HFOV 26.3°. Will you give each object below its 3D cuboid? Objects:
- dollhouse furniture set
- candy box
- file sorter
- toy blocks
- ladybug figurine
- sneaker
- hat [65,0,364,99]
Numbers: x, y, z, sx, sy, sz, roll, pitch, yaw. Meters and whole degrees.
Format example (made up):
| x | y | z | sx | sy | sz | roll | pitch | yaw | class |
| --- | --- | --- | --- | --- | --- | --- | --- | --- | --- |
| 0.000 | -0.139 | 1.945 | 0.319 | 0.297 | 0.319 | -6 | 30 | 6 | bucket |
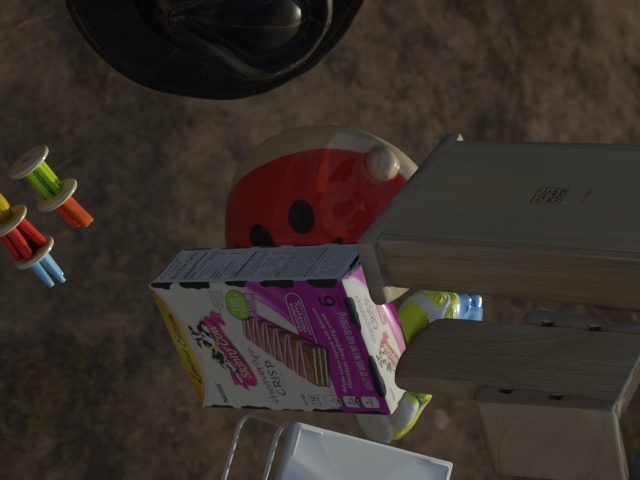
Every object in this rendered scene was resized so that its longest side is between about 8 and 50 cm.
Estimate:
| x | y | z | sx | sy | sz | roll | pitch | yaw | class |
| --- | --- | --- | --- | --- | --- | --- | --- | --- | --- |
| 0.150 | 0.124 | 0.844 | 0.286 | 0.198 | 0.303 | -49 | 132 | -44 | dollhouse furniture set |
| -0.038 | 0.088 | 1.356 | 0.071 | 0.233 | 0.159 | -49 | 127 | -45 | candy box |
| 0.013 | 0.371 | 1.973 | 0.277 | 0.173 | 0.193 | 19 | 83 | -30 | file sorter |
| -0.309 | -0.021 | 1.531 | 0.148 | 0.123 | 0.054 | 54 | 22 | -28 | toy blocks |
| 0.000 | 0.000 | 1.949 | 0.305 | 0.449 | 0.162 | 28 | 59 | -3 | ladybug figurine |
| 0.130 | 0.148 | 1.641 | 0.126 | 0.240 | 0.091 | -15 | 54 | -37 | sneaker |
| -0.091 | -0.242 | 1.389 | 0.331 | 0.331 | 0.134 | 28 | 27 | -35 | hat |
